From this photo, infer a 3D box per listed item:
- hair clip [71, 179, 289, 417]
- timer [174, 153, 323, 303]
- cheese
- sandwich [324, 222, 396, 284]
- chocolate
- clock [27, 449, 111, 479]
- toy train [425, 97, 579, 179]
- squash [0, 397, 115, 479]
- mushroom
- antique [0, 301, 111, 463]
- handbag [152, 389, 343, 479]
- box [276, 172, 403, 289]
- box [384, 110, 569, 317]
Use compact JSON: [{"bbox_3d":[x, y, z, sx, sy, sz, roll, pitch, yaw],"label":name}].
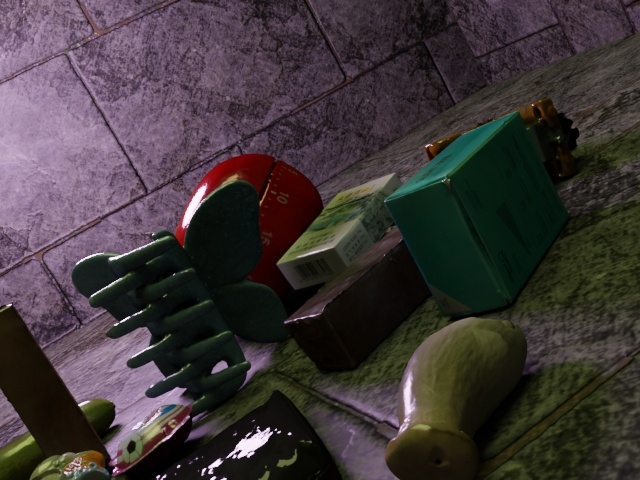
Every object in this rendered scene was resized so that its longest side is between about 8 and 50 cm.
[{"bbox_3d":[-0.240,0.124,1.334,0.392,0.318,0.238,-26,11,7],"label":"hair clip"},{"bbox_3d":[-0.165,-0.004,1.675,0.378,0.279,0.377,-157,90,-83],"label":"timer"},{"bbox_3d":[-0.273,0.315,1.191,0.244,0.062,0.155,-34,5,47],"label":"cheese"},{"bbox_3d":[0.086,0.013,1.627,0.226,0.087,0.251,-31,11,-4],"label":"sandwich"},{"bbox_3d":[0.093,0.080,1.224,0.112,0.112,0.321,-20,14,49],"label":"chocolate"},{"bbox_3d":[-0.380,0.374,1.067,0.144,0.103,0.231,-12,18,33],"label":"clock"},{"bbox_3d":[0.373,-0.176,1.615,0.232,0.163,0.369,-26,6,-39],"label":"toy train"},{"bbox_3d":[-0.534,0.399,1.424,0.341,0.094,0.094,-30,9,-21],"label":"squash"},{"bbox_3d":[0.133,0.154,0.777,0.247,0.108,0.096,-40,-26,-56],"label":"mushroom"},{"bbox_3d":[-0.468,0.255,1.280,0.087,0.310,0.093,-33,3,-19],"label":"antique"},{"bbox_3d":[-0.103,0.272,0.872,0.223,0.080,0.247,-31,10,-9],"label":"handbag"},{"bbox_3d":[0.048,-0.020,1.497,0.164,0.069,0.256,-17,24,44],"label":"box"},{"bbox_3d":[0.245,-0.047,1.157,0.118,0.205,0.311,-23,12,40],"label":"box"}]
